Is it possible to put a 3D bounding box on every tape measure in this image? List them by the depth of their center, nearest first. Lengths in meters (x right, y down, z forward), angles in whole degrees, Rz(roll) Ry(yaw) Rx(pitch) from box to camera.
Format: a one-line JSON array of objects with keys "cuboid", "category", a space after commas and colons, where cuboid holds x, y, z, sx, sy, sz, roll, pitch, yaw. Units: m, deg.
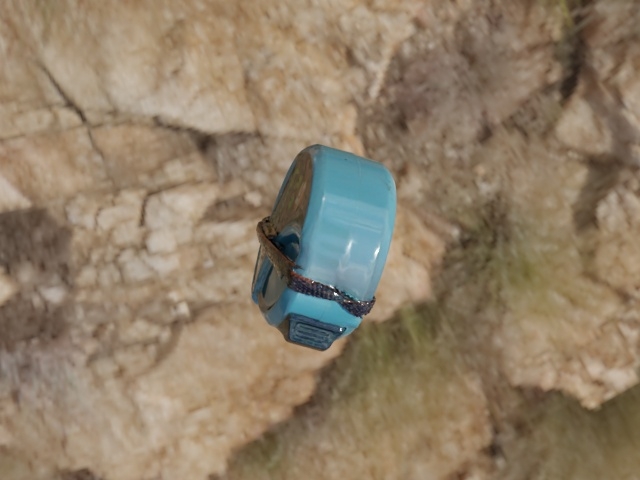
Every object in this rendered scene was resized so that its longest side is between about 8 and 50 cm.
[{"cuboid": [0.000, 0.000, 0.962, 0.081, 0.146, 0.125, 17, 103, -15], "category": "tape measure"}]
